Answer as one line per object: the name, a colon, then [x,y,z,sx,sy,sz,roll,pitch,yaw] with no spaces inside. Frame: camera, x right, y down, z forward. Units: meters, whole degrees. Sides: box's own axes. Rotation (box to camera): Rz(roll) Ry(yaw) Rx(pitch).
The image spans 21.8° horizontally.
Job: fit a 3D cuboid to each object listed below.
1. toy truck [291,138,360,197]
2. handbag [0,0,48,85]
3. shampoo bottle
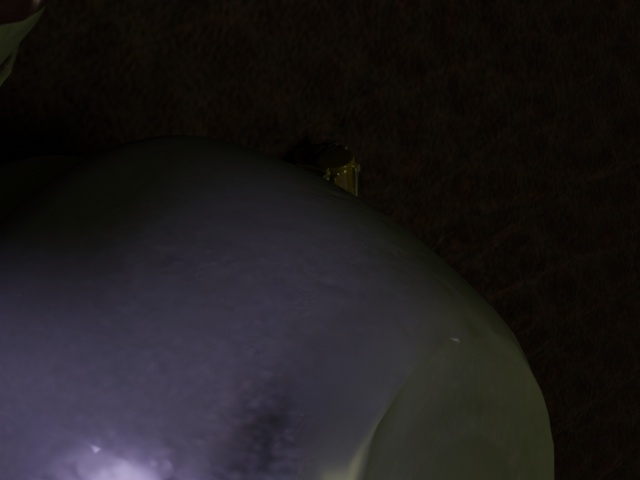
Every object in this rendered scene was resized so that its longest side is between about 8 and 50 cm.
toy truck: [0.000,0.000,1.091,0.063,0.052,0.123,-39,135,-47]
handbag: [-0.209,-0.052,0.598,0.235,0.213,0.127,-48,128,-43]
shampoo bottle: [-0.063,0.116,0.817,0.322,0.317,0.323,-31,132,-42]
